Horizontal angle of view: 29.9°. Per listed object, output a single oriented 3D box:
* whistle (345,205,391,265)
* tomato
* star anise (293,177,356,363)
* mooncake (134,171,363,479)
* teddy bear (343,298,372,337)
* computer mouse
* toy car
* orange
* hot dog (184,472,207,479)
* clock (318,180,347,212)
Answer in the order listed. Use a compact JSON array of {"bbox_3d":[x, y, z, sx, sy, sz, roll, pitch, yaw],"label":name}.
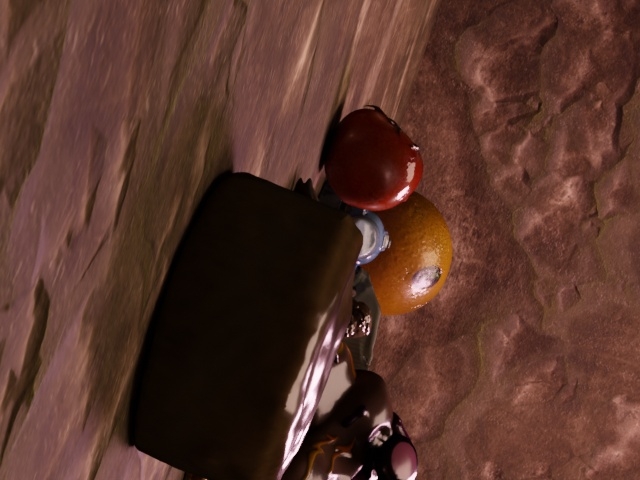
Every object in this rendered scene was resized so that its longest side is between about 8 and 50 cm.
[{"bbox_3d":[0.062,-0.006,2.074,0.269,0.093,0.180,9,93,-79],"label":"whistle"},{"bbox_3d":[0.078,-0.127,1.910,0.167,0.167,0.167,19,90,-85],"label":"tomato"},{"bbox_3d":[-0.022,0.059,1.643,0.288,0.088,0.288,-25,118,-59],"label":"star anise"},{"bbox_3d":[-0.060,0.090,1.132,0.284,0.155,0.284,19,90,-87],"label":"mooncake"},{"bbox_3d":[-0.011,0.075,1.842,0.190,0.140,0.177,78,-12,-63],"label":"teddy bear"},{"bbox_3d":[-0.014,0.207,2.094,0.228,0.145,0.429,-54,-166,41],"label":"computer mouse"},{"bbox_3d":[-0.033,0.296,1.760,0.271,0.240,0.340,-13,-159,44],"label":"toy car"},{"bbox_3d":[0.143,0.018,2.483,0.274,0.274,0.274,19,90,-85],"label":"orange"},{"bbox_3d":[-0.151,0.281,1.530,0.034,0.030,0.090,55,53,-82],"label":"hot dog"},{"bbox_3d":[0.000,0.000,2.092,0.215,0.042,0.215,19,90,-85],"label":"clock"}]
